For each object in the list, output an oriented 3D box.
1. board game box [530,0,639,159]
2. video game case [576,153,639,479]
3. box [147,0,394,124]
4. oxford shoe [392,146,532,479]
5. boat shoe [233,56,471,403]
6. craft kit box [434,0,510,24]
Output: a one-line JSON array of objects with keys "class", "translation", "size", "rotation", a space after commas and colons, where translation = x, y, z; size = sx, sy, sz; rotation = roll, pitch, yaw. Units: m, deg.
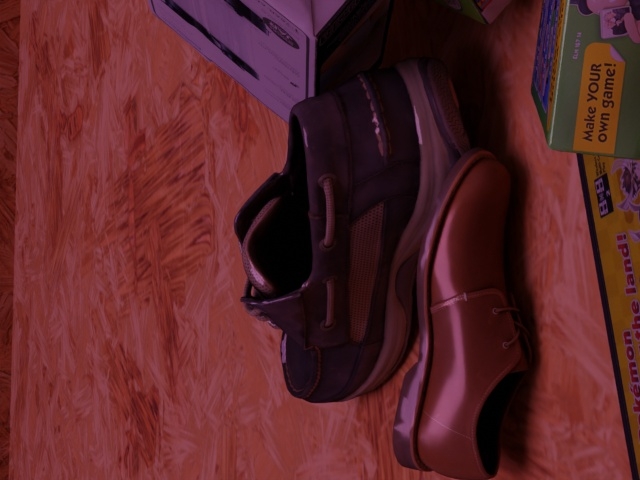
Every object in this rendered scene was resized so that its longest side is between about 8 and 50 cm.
[{"class": "board game box", "translation": [0.144, -0.211, 0.743], "size": [0.213, 0.046, 0.317], "rotation": [-60, -24, -77]}, {"class": "video game case", "translation": [0.213, 0.044, 0.724], "size": [0.248, 0.035, 0.275], "rotation": [142, 124, -64]}, {"class": "box", "translation": [-0.040, -0.177, 1.056], "size": [0.087, 0.169, 0.290], "rotation": [-50, -6, -8]}, {"class": "oxford shoe", "translation": [0.104, 0.049, 0.990], "size": [0.076, 0.076, 0.212], "rotation": [12, 100, 37]}, {"class": "boat shoe", "translation": [0.000, 0.000, 1.121], "size": [0.355, 0.130, 0.132], "rotation": [106, 155, -50]}, {"class": "craft kit box", "translation": [-0.012, -0.261, 0.959], "size": [0.250, 0.061, 0.246], "rotation": [34, 167, 42]}]
